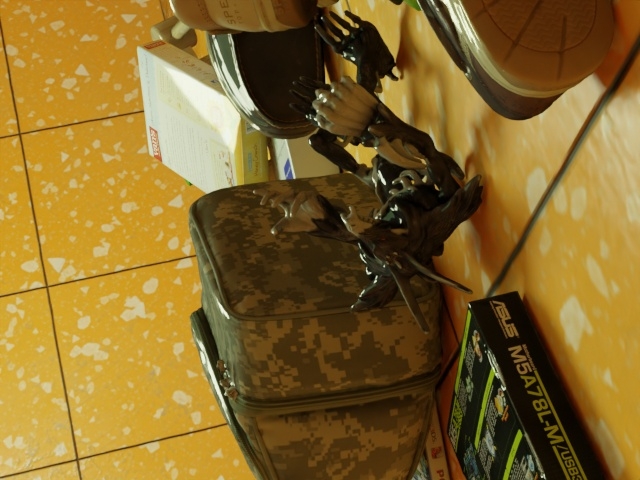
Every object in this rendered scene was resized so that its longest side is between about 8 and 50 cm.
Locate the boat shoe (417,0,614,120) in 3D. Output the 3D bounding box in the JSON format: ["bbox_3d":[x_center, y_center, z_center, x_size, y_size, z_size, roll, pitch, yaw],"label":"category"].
[{"bbox_3d":[0.072,-0.198,0.613,0.092,0.102,0.285,120,132,-68],"label":"boat shoe"}]

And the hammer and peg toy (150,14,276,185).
[{"bbox_3d":[-0.179,-0.194,1.690,0.361,0.127,0.266,60,168,4],"label":"hammer and peg toy"}]

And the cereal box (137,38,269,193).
[{"bbox_3d":[-0.158,-0.152,1.477,0.240,0.047,0.173,34,137,40],"label":"cereal box"}]

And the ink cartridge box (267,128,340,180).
[{"bbox_3d":[0.000,0.000,1.355,0.165,0.065,0.333,132,127,-78],"label":"ink cartridge box"}]

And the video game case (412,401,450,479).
[{"bbox_3d":[0.102,0.233,1.177,0.201,0.023,0.184,-155,54,-79],"label":"video game case"}]

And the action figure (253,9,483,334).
[{"bbox_3d":[0.029,-0.054,0.875,0.164,0.140,0.276,-54,34,33],"label":"action figure"}]

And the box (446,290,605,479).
[{"bbox_3d":[0.145,0.165,0.791,0.191,0.045,0.184,89,168,-50],"label":"box"}]

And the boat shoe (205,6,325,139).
[{"bbox_3d":[-0.070,-0.288,1.214,0.130,0.132,0.356,130,127,-78],"label":"boat shoe"}]

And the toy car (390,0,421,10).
[{"bbox_3d":[0.006,-0.251,0.763,0.225,0.239,0.053,46,-161,13],"label":"toy car"}]

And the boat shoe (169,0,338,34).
[{"bbox_3d":[-0.052,-0.256,0.983,0.341,0.110,0.122,-67,-33,-70],"label":"boat shoe"}]

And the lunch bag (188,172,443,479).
[{"bbox_3d":[-0.011,0.107,1.087,0.305,0.212,0.256,-121,24,-59],"label":"lunch bag"}]
